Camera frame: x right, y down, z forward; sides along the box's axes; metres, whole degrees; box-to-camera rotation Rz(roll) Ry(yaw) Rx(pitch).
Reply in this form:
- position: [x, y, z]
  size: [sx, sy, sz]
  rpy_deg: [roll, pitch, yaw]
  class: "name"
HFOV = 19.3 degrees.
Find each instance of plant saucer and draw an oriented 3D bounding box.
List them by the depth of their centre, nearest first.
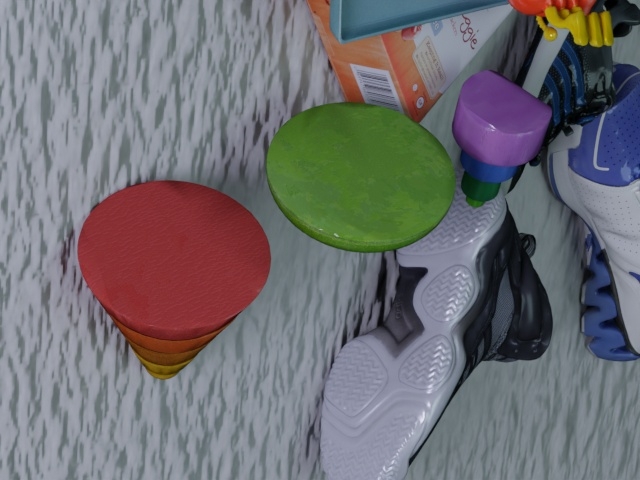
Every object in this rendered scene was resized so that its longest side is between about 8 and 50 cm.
- position: [0.070, -0.181, 1.279]
  size: [0.192, 0.018, 0.067]
  rpy_deg: [-20, 118, -47]
  class: "plant saucer"

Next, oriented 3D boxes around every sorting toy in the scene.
- position: [0.000, 0.000, 1.276]
  size: [0.366, 0.127, 0.126]
  rpy_deg: [-25, 147, -29]
  class: "sorting toy"

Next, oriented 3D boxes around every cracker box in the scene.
- position: [0.086, -0.217, 1.355]
  size: [0.232, 0.067, 0.155]
  rpy_deg: [-52, 138, -28]
  class: "cracker box"

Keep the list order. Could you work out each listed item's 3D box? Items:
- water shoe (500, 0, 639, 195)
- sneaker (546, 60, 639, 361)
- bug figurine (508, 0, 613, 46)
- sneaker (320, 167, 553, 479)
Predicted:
- position: [0.196, -0.117, 1.506]
  size: [0.073, 0.080, 0.203]
  rpy_deg: [129, -14, -78]
  class: "water shoe"
- position: [0.317, -0.006, 1.637]
  size: [0.127, 0.182, 0.315]
  rpy_deg: [-47, 136, -33]
  class: "sneaker"
- position: [0.123, -0.266, 1.262]
  size: [0.216, 0.072, 0.279]
  rpy_deg: [0, 85, -50]
  class: "bug figurine"
- position: [0.101, 0.090, 1.459]
  size: [0.153, 0.101, 0.268]
  rpy_deg: [37, 71, -49]
  class: "sneaker"
